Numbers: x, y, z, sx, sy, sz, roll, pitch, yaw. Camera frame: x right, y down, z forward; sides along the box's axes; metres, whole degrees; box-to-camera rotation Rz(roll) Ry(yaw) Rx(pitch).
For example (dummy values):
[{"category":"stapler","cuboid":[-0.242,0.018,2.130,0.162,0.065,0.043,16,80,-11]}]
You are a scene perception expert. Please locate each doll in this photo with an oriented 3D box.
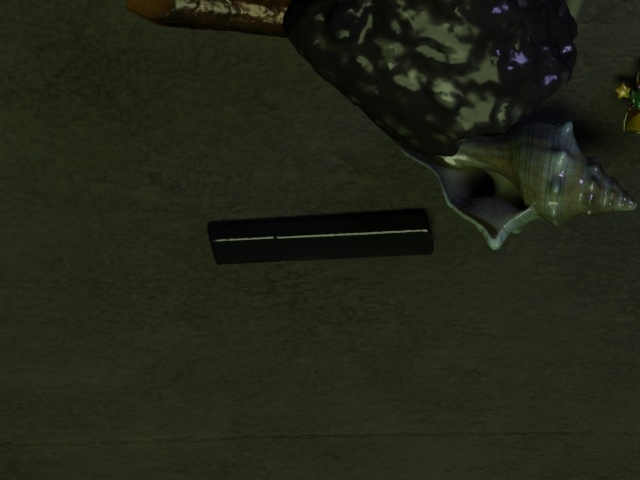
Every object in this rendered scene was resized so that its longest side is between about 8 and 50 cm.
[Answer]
[{"category":"doll","cuboid":[0.352,-0.137,1.962,0.113,0.077,0.078,23,116,21]}]

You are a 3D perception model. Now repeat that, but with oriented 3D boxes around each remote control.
[{"category":"remote control","cuboid":[0.000,0.000,2.158,0.245,0.025,0.063,-4,143,9]}]

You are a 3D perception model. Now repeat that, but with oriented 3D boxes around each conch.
[{"category":"conch","cuboid":[0.201,-0.053,2.011,0.234,0.137,0.114,-5,165,23]}]

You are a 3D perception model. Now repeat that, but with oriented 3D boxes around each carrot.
[{"category":"carrot","cuboid":[-0.024,-0.215,1.882,0.314,0.066,0.066,9,139,-7]}]

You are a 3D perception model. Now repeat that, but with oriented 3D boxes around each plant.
[{"category":"plant","cuboid":[0.072,-0.245,1.730,0.215,0.213,0.312,-19,125,26]}]

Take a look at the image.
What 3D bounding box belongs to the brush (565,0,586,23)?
[{"category":"brush","cuboid":[0.250,-0.256,1.835,0.042,0.039,0.299,7,140,-5]}]
